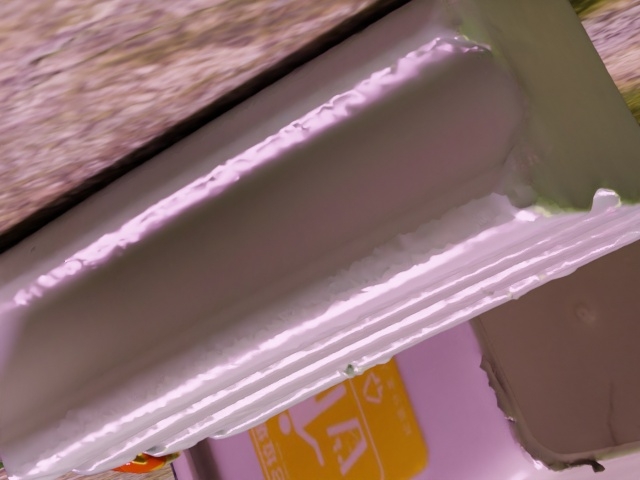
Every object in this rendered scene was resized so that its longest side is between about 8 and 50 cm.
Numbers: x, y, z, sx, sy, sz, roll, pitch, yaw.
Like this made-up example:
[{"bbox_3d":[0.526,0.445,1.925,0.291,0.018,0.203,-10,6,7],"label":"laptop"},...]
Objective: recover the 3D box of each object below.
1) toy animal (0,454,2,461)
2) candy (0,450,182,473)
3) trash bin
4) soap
[{"bbox_3d":[-0.189,0.086,0.910,0.253,0.070,0.079,-21,158,10],"label":"toy animal"},{"bbox_3d":[-0.162,0.110,0.993,0.084,0.078,0.288,16,-161,27],"label":"candy"},{"bbox_3d":[0.098,0.107,1.183,0.296,0.256,0.367,-7,157,-30],"label":"trash bin"},{"bbox_3d":[0.000,0.000,0.750,0.289,0.095,0.173,-29,169,35],"label":"soap"}]
